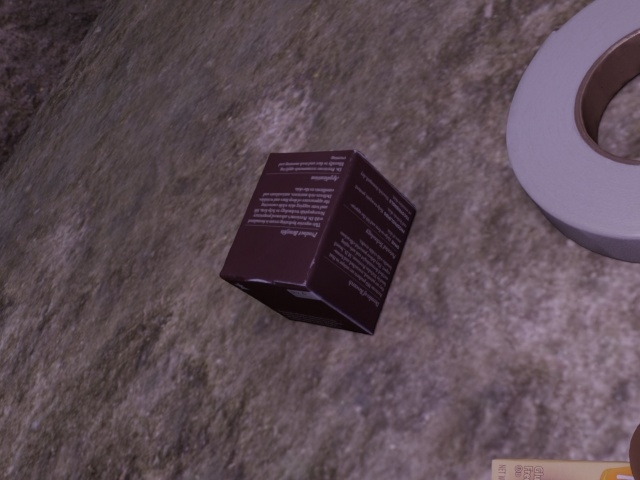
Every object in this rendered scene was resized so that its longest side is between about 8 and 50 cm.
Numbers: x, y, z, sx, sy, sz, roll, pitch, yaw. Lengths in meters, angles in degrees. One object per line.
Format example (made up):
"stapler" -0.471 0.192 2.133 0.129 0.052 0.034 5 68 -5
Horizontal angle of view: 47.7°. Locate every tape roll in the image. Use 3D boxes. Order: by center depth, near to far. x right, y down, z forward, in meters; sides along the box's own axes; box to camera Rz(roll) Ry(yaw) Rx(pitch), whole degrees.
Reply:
"tape roll" 0.411 -0.159 0.845 0.392 0.072 0.392 -21 52 29

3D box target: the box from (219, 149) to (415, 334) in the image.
"box" 0.000 0.000 1.017 0.168 0.167 0.203 5 67 42

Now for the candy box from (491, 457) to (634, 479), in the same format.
"candy box" 0.289 0.273 0.558 0.316 0.087 0.183 -9 48 29

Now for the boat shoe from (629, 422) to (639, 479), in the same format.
"boat shoe" 0.329 0.225 0.428 0.121 0.110 0.341 -44 35 3
